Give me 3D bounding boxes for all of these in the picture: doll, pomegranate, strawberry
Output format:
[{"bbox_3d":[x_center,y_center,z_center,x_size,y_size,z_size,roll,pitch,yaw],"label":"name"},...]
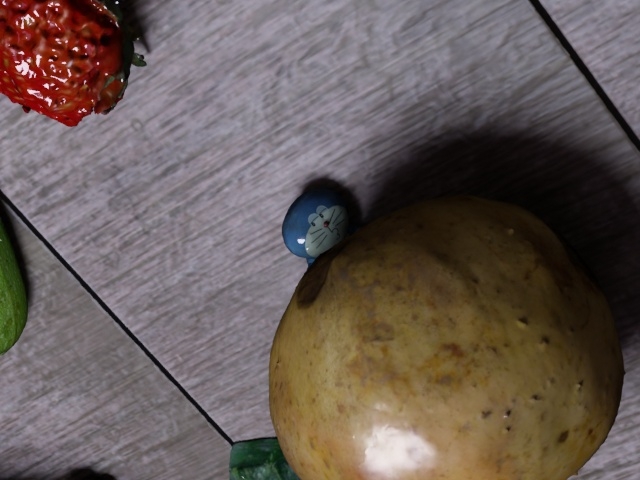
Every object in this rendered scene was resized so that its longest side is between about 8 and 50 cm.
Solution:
[{"bbox_3d":[0.000,0.000,1.379,0.050,0.076,0.083,16,144,50],"label":"doll"},{"bbox_3d":[0.097,0.099,1.294,0.281,0.281,0.281,8,125,11],"label":"pomegranate"},{"bbox_3d":[-0.250,-0.170,1.266,0.228,0.098,0.174,27,168,-4],"label":"strawberry"}]

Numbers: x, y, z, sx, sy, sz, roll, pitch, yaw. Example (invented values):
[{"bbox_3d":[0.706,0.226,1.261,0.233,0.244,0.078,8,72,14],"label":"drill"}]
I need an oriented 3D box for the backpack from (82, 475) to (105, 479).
[{"bbox_3d":[-0.307,0.417,1.630,0.378,0.201,0.353,6,104,43],"label":"backpack"}]

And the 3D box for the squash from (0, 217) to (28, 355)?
[{"bbox_3d":[-0.315,0.009,1.472,0.077,0.068,0.219,-4,122,24],"label":"squash"}]

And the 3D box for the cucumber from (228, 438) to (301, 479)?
[{"bbox_3d":[0.040,0.232,1.530,0.244,0.063,0.115,-13,120,22],"label":"cucumber"}]
